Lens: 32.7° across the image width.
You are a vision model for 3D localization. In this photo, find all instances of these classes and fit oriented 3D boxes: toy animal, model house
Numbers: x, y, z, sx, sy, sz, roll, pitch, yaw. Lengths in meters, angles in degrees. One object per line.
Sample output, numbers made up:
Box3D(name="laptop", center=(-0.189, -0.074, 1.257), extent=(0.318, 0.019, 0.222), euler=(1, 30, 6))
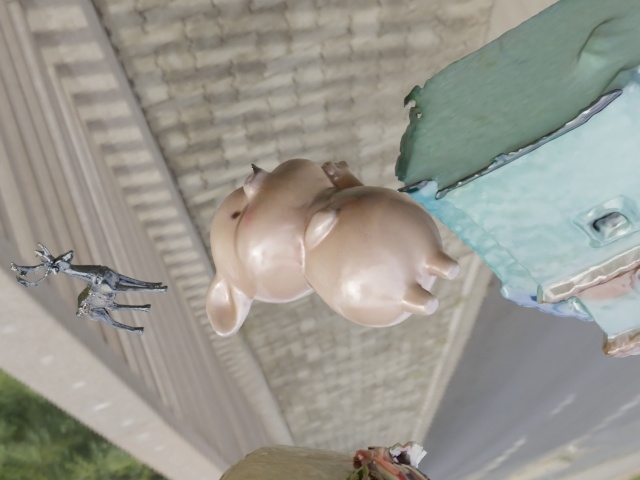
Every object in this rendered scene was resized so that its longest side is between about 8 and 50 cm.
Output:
Box3D(name="toy animal", center=(0.001, 0.006, 0.551), extent=(0.150, 0.089, 0.083), euler=(11, -163, 41))
Box3D(name="model house", center=(0.131, -0.024, 0.499), extent=(0.148, 0.119, 0.149), euler=(-26, 117, 29))

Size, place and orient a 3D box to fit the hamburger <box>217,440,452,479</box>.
Box3D(name="hamburger", center=(-0.004, 0.258, 0.613), extent=(0.170, 0.302, 0.302), euler=(18, 168, 17))

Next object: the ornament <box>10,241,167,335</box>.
Box3D(name="ornament", center=(-0.193, 0.040, 0.891), extent=(0.125, 0.028, 0.073), euler=(15, 136, -23))
